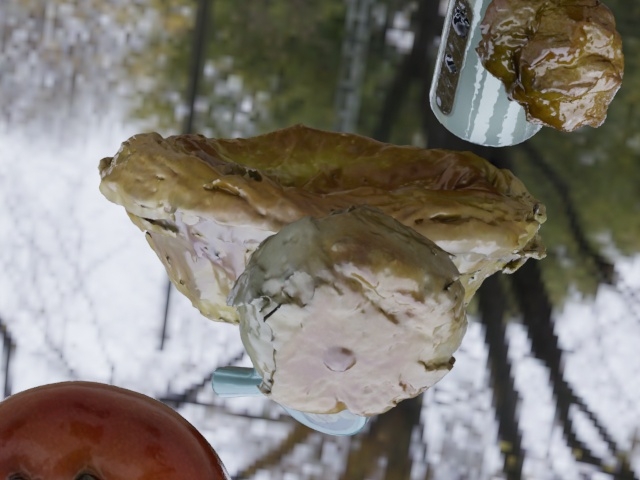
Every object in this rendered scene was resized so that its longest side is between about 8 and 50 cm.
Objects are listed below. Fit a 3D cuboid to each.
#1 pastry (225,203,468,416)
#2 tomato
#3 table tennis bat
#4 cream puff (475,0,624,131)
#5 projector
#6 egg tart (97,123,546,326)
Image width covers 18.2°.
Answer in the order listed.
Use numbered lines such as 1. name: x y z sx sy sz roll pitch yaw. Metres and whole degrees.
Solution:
1. pastry: 0.019 0.047 1.248 0.153 0.153 0.081 4 -143 -15
2. tomato: -0.231 0.295 1.958 0.321 0.321 0.321 8 -164 -2
3. table tennis bat: -0.038 0.154 2.172 0.237 0.149 0.038 -4 -143 49
4. cream puff: 0.169 -0.138 1.483 0.094 0.122 0.116 -14 177 -14
5. projector: 0.161 -0.217 1.588 0.108 0.337 0.108 3 -126 -4
6. egg tart: 0.000 0.000 1.484 0.352 0.150 0.352 6 -172 -1
